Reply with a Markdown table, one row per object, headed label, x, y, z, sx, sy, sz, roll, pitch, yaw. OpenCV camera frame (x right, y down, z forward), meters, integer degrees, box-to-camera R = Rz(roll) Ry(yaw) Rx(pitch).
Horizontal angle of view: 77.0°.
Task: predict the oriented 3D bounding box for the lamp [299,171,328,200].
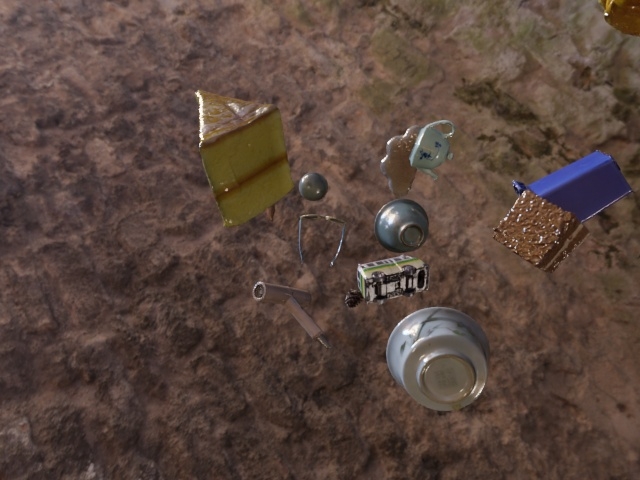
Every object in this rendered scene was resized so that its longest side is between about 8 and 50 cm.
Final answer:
| label | x | y | z | sx | sy | sz | roll | pitch | yaw |
| --- | --- | --- | --- | --- | --- | --- | --- | --- | --- |
| lamp | -0.025 | -0.189 | 1.410 | 0.105 | 0.105 | 0.105 | 26 | -148 | -18 |

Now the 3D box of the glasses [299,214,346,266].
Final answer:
| label | x | y | z | sx | sy | sz | roll | pitch | yaw |
| --- | --- | --- | --- | --- | --- | --- | --- | --- | --- |
| glasses | 0.004 | -0.013 | 1.600 | 0.189 | 0.088 | 0.220 | 8 | -122 | -4 |

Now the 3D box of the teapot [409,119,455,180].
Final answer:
| label | x | y | z | sx | sy | sz | roll | pitch | yaw |
| --- | --- | --- | --- | --- | --- | --- | --- | --- | --- |
| teapot | 0.412 | -0.330 | 1.458 | 0.159 | 0.232 | 0.159 | 6 | -136 | -6 |

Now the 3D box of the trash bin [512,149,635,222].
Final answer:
| label | x | y | z | sx | sy | sz | roll | pitch | yaw |
| --- | --- | --- | --- | --- | --- | --- | --- | --- | --- |
| trash bin | 0.660 | -0.129 | 1.072 | 0.184 | 0.234 | 0.162 | 51 | -154 | -8 |

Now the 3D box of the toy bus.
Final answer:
| label | x | y | z | sx | sy | sz | roll | pitch | yaw |
| --- | --- | --- | --- | --- | --- | --- | --- | --- | --- |
| toy bus | 0.325 | 0.168 | 1.838 | 0.305 | 0.143 | 0.179 | -11 | -154 | -11 |

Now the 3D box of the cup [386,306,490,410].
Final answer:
| label | x | y | z | sx | sy | sz | roll | pitch | yaw |
| --- | --- | --- | --- | --- | --- | --- | --- | --- | --- |
| cup | 0.393 | 0.405 | 1.302 | 0.347 | 0.347 | 0.163 | 35 | -168 | -2 |

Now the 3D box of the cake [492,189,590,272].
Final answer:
| label | x | y | z | sx | sy | sz | roll | pitch | yaw |
| --- | --- | --- | --- | --- | --- | --- | --- | --- | --- |
| cake | 0.485 | -0.016 | 0.887 | 0.147 | 0.135 | 0.134 | 11 | -153 | -47 |

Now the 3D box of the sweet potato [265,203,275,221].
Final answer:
| label | x | y | z | sx | sy | sz | roll | pitch | yaw |
| --- | --- | --- | --- | --- | --- | --- | --- | --- | --- |
| sweet potato | -0.244 | -0.169 | 1.632 | 0.067 | 0.059 | 0.281 | -35 | -137 | -16 |

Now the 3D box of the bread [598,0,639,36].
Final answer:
| label | x | y | z | sx | sy | sz | roll | pitch | yaw |
| --- | --- | --- | --- | --- | --- | --- | --- | --- | --- |
| bread | 0.609 | -0.442 | 0.690 | 0.198 | 0.120 | 0.236 | 15 | -176 | 9 |

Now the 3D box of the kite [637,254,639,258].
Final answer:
| label | x | y | z | sx | sy | sz | roll | pitch | yaw |
| --- | --- | --- | --- | --- | --- | --- | --- | --- | --- |
| kite | 0.595 | 0.020 | 0.734 | 0.044 | 0.002 | 0.078 | 47 | -121 | -14 |

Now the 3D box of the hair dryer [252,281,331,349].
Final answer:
| label | x | y | z | sx | sy | sz | roll | pitch | yaw |
| --- | --- | --- | --- | --- | --- | --- | --- | --- | --- |
| hair dryer | -0.065 | 0.210 | 1.093 | 0.195 | 0.053 | 0.220 | 20 | -154 | -48 |

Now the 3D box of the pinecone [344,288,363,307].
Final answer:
| label | x | y | z | sx | sy | sz | roll | pitch | yaw |
| --- | --- | --- | --- | --- | --- | --- | --- | --- | --- |
| pinecone | 0.146 | 0.256 | 1.764 | 0.077 | 0.083 | 0.077 | 30 | 177 | 2 |

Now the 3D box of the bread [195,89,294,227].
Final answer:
| label | x | y | z | sx | sy | sz | roll | pitch | yaw |
| --- | --- | --- | --- | --- | --- | --- | --- | --- | --- |
| bread | -0.267 | -0.231 | 1.034 | 0.361 | 0.233 | 0.245 | 29 | -127 | 37 |

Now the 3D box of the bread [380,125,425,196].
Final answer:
| label | x | y | z | sx | sy | sz | roll | pitch | yaw |
| --- | --- | --- | --- | --- | --- | --- | --- | --- | --- |
| bread | 0.388 | -0.383 | 1.900 | 0.183 | 0.337 | 0.102 | 27 | -155 | 18 |

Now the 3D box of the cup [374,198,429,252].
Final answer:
| label | x | y | z | sx | sy | sz | roll | pitch | yaw |
| --- | --- | --- | --- | --- | --- | --- | --- | --- | --- |
| cup | 0.293 | -0.033 | 1.374 | 0.199 | 0.199 | 0.150 | 31 | -169 | -10 |
